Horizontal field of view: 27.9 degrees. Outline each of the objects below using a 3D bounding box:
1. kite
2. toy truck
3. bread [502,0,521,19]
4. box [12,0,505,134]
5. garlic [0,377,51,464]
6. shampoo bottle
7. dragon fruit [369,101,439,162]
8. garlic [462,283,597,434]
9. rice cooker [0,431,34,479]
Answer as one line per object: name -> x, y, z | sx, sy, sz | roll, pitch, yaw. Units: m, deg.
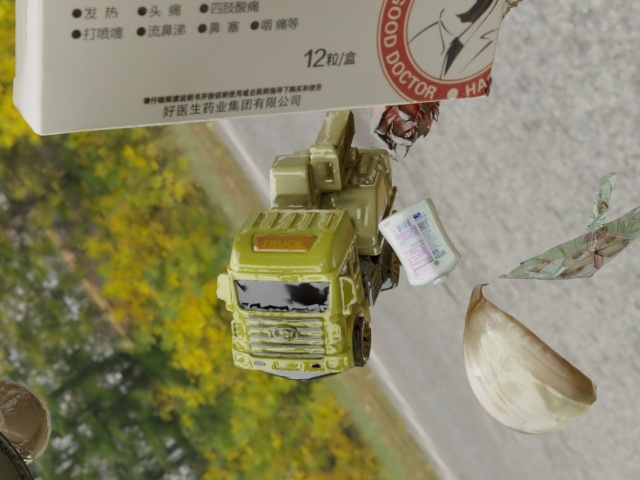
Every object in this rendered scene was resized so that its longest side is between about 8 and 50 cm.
kite -> 0.295, -0.009, 1.383 | 0.250, 0.229, 0.012 | 73, 170, -62
toy truck -> 0.000, 0.000, 1.727 | 0.405, 0.180, 0.254 | -64, -32, -58
bread -> 0.001, -0.325, 1.235 | 0.113, 0.416, 0.165 | 137, 137, -56
box -> -0.027, -0.190, 0.873 | 0.069, 0.353, 0.214 | 45, 136, 48
garlic -> -0.438, 0.259, 1.830 | 0.101, 0.087, 0.195 | 0, -153, -44
shampoo bottle -> 0.122, 0.007, 1.528 | 0.099, 0.072, 0.043 | 61, -172, 7
dragon fruit -> 0.131, -0.204, 2.000 | 0.121, 0.142, 0.130 | 3, 142, 43
garlic -> 0.246, 0.155, 1.570 | 0.207, 0.128, 0.115 | 48, 164, -3
rice cooker -> -0.369, 0.261, 1.093 | 0.227, 0.280, 0.241 | 4, -107, -86
